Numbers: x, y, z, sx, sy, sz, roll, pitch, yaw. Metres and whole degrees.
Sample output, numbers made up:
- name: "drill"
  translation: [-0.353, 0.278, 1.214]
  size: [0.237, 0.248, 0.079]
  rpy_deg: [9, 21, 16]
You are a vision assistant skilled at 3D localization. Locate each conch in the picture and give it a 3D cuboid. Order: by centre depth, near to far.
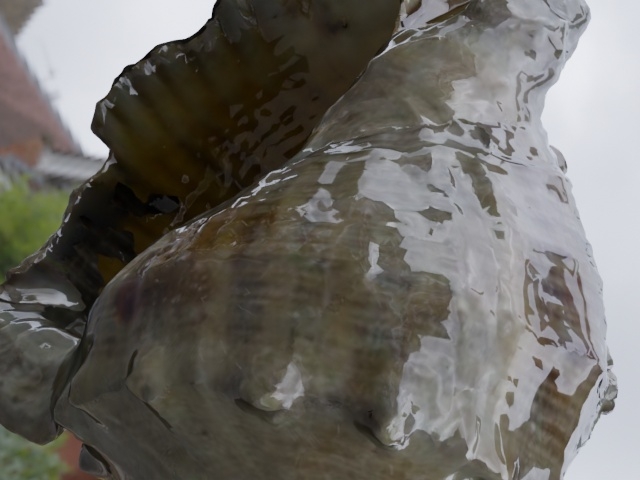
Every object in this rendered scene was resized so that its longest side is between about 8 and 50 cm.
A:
- name: "conch"
  translation: [0.000, 0.000, 0.469]
  size: [0.178, 0.245, 0.163]
  rpy_deg: [16, -27, 15]
